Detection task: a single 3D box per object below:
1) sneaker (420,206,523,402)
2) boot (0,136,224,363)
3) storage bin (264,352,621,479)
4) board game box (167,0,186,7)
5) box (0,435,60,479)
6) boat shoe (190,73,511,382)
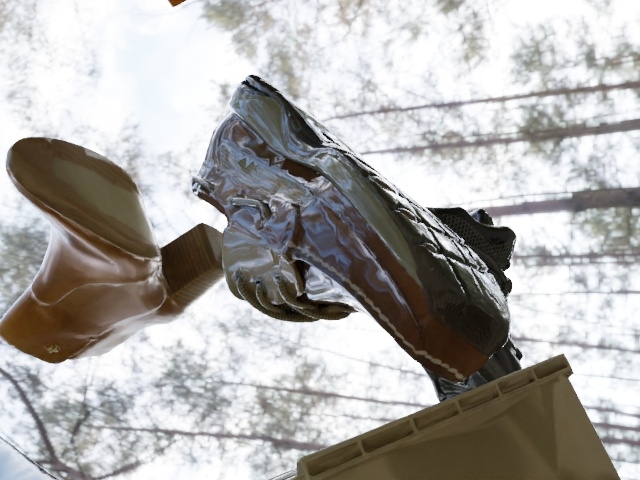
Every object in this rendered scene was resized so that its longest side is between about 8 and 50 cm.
[{"bbox_3d":[0.129,0.063,0.717,0.227,0.087,0.130,53,-126,-20],"label":"sneaker"},{"bbox_3d":[-0.231,0.032,0.830,0.295,0.211,0.104,32,-150,-54],"label":"boot"},{"bbox_3d":[0.071,0.217,0.433,0.260,0.123,0.262,-9,-111,-46],"label":"storage bin"},{"bbox_3d":[-0.127,-0.554,0.991,0.356,0.356,0.356,-29,-47,1],"label":"board game box"},{"bbox_3d":[-0.249,0.224,0.367,0.312,0.343,0.179,-25,-83,-26],"label":"box"},{"bbox_3d":[0.000,0.000,0.589,0.122,0.324,0.120,35,-82,-33],"label":"boat shoe"}]
